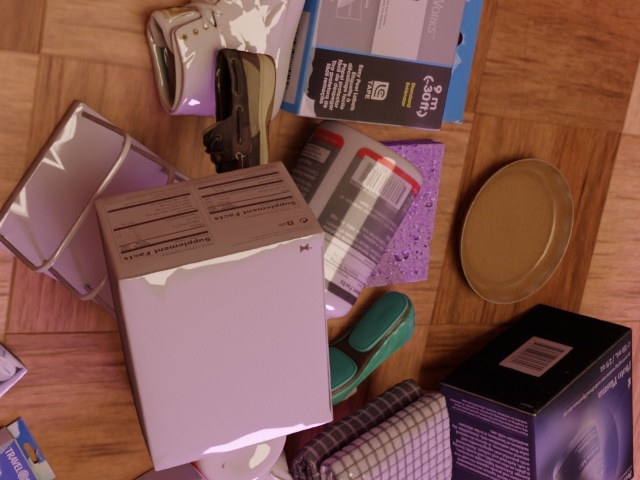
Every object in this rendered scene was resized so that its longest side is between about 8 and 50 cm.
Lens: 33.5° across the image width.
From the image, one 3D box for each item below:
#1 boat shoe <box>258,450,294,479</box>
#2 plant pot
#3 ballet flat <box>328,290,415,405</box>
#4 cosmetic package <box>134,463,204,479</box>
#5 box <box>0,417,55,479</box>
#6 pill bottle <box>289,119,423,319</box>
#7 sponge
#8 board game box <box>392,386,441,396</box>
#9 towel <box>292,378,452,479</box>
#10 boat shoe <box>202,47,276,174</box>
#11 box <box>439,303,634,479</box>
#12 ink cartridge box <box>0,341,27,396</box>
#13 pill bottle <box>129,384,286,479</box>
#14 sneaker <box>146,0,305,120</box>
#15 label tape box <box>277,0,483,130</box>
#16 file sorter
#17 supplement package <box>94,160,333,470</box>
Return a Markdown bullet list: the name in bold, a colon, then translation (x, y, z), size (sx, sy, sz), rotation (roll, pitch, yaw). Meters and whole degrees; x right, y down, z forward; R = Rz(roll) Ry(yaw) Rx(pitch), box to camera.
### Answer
- **boat shoe**: translation (-0.088, 0.319, 1.493), size (0.084, 0.095, 0.258), rotation (-56, 137, -11)
- **plant pot**: translation (0.303, -0.016, 1.673), size (0.236, 0.032, 0.236), rotation (-11, 111, -30)
- **ballet flat**: translation (0.049, 0.178, 1.538), size (0.247, 0.083, 0.087), rotation (-41, 138, -14)
- **cosmetic package**: translation (-0.249, 0.398, 1.404), size (0.231, 0.085, 0.117), rotation (-30, 121, -22)
- **box**: translation (-0.414, 0.308, 1.287), size (0.178, 0.042, 0.109), rotation (-32, 121, -21)
- **pill bottle**: translation (0.000, 0.000, 1.391), size (0.161, 0.161, 0.283), rotation (32, 87, -37)
- **sponge**: translation (0.114, -0.040, 1.536), size (0.117, 0.031, 0.210), rotation (-4, 108, -33)
- **board game box**: translation (0.153, 0.332, 1.680), size (0.147, 0.045, 0.193), rotation (9, 100, -36)
- **towel**: translation (0.081, 0.370, 1.531), size (0.235, 0.121, 0.283), rotation (-27, 122, -38)
- **boat shoe**: translation (-0.099, -0.114, 1.202), size (0.073, 0.080, 0.223), rotation (12, 70, -22)
- **box**: translation (0.354, 0.305, 1.688), size (0.296, 0.183, 0.294), rotation (-30, 122, -39)
- **ink cartridge box**: translation (-0.475, 0.152, 1.192), size (0.208, 0.045, 0.206), rotation (-45, 126, -12)
- **pill bottle**: translation (-0.147, 0.207, 1.322), size (0.121, 0.221, 0.121), rotation (-11, 111, -31)
- **sneaker**: translation (-0.114, -0.282, 1.251), size (0.169, 0.108, 0.292), rotation (-3, 109, -37)
- **label tape box**: translation (0.106, -0.279, 1.400), size (0.348, 0.115, 0.249), rotation (2, 105, -33)
- **file sorter**: translation (-0.202, 0.004, 1.247), size (0.278, 0.173, 0.192), rotation (36, 84, -37)
- **supplement package**: translation (-0.108, 0.080, 1.115), size (0.204, 0.145, 0.261), rotation (-13, 127, -14)
